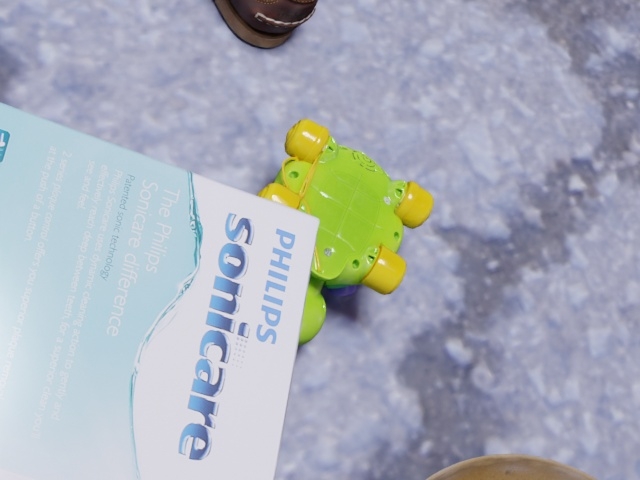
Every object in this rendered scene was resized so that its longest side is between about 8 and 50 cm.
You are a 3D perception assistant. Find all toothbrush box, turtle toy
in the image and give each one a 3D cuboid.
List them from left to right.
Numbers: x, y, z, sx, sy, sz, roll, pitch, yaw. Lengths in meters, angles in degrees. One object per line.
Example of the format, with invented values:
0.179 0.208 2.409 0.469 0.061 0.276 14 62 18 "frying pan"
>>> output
-0.168 0.056 0.583 0.296 0.126 0.216 18 64 -20 "toothbrush box"
0.000 0.000 0.741 0.095 0.066 0.130 31 57 -10 "turtle toy"

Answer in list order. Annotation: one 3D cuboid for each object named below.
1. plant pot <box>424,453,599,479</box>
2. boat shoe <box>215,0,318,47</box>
0.113 0.235 0.708 0.236 0.032 0.236 11 62 -21 "plant pot"
-0.060 -0.223 0.814 0.073 0.073 0.207 -27 80 -32 "boat shoe"
